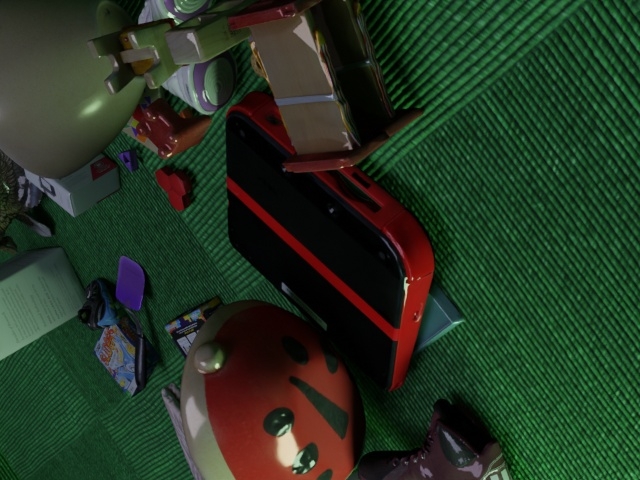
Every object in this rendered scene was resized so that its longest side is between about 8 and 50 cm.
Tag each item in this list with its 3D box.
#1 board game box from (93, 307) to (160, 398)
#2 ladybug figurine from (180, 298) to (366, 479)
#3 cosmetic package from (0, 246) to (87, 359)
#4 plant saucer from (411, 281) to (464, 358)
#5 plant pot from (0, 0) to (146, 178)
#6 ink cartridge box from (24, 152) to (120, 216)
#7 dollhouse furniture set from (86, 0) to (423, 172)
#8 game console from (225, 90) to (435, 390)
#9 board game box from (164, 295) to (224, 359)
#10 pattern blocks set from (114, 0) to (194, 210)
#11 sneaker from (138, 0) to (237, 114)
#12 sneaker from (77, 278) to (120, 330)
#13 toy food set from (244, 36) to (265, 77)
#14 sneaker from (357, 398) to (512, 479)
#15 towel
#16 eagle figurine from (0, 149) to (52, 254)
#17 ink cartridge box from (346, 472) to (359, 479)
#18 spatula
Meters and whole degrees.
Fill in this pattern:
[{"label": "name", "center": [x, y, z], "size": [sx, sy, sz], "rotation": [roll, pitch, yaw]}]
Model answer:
[{"label": "board game box", "center": [-0.413, 0.242, 2.353], "size": [0.136, 0.035, 0.201], "rotation": [49, 147, 10]}, {"label": "ladybug figurine", "center": [-0.054, 0.252, 1.638], "size": [0.162, 0.305, 0.449], "rotation": [2, 158, 25]}, {"label": "cosmetic package", "center": [-0.714, 0.167, 2.353], "size": [0.217, 0.385, 0.156], "rotation": [-4, 115, 54]}, {"label": "plant saucer", "center": [0.132, 0.122, 1.552], "size": [0.067, 0.018, 0.192], "rotation": [52, 147, 6]}, {"label": "plant pot", "center": [-0.365, -0.258, 1.627], "size": [0.191, 0.284, 0.284], "rotation": [-23, 102, 20]}, {"label": "ink cartridge box", "center": [-0.453, -0.126, 2.009], "size": [0.150, 0.109, 0.063], "rotation": [36, 146, 29]}, {"label": "dollhouse furniture set", "center": [-0.087, -0.201, 1.373], "size": [0.374, 0.152, 0.201], "rotation": [0, 119, 42]}, {"label": "game console", "center": [0.000, 0.000, 1.575], "size": [0.386, 0.060, 0.342], "rotation": [42, 151, 27]}, {"label": "board game box", "center": [-0.199, 0.186, 2.014], "size": [0.141, 0.048, 0.170], "rotation": [57, 147, -5]}, {"label": "pattern blocks set", "center": [-0.291, -0.226, 1.785], "size": [0.285, 0.026, 0.325], "rotation": [39, 144, 25]}, {"label": "sneaker", "center": [-0.208, -0.318, 1.513], "size": [0.152, 0.114, 0.305], "rotation": [27, 138, 36]}, {"label": "sneaker", "center": [-0.460, 0.132, 2.254], "size": [0.067, 0.078, 0.188], "rotation": [70, 169, -23]}, {"label": "toy food set", "center": [-0.071, -0.257, 1.476], "size": [0.083, 0.020, 0.082], "rotation": [6, 123, 51]}, {"label": "sneaker", "center": [0.160, 0.298, 1.613], "size": [0.281, 0.106, 0.162], "rotation": [2, 114, 41]}, {"label": "towel", "center": [-0.198, 0.480, 2.202], "size": [0.317, 0.053, 0.331], "rotation": [37, 147, 53]}, {"label": "eagle figurine", "center": [-0.674, -0.120, 2.279], "size": [0.226, 0.225, 0.298], "rotation": [5, 96, 3]}, {"label": "ink cartridge box", "center": [0.023, 0.455, 1.828], "size": [0.175, 0.127, 0.072], "rotation": [-25, 100, 29]}, {"label": "spatula", "center": [-0.365, 0.173, 2.199], "size": [0.084, 0.030, 0.296], "rotation": [24, 129, 39]}]
